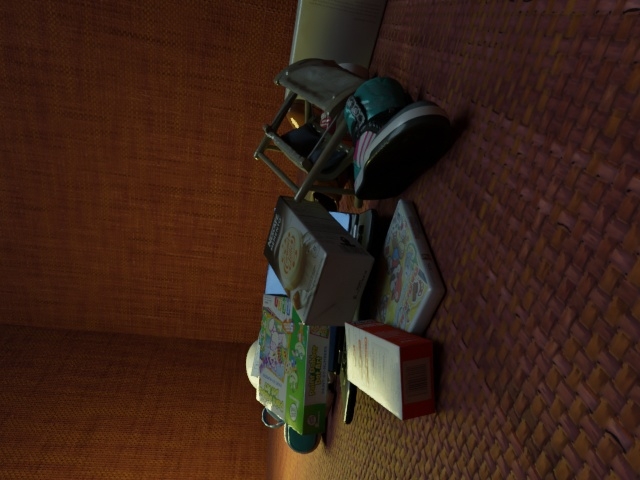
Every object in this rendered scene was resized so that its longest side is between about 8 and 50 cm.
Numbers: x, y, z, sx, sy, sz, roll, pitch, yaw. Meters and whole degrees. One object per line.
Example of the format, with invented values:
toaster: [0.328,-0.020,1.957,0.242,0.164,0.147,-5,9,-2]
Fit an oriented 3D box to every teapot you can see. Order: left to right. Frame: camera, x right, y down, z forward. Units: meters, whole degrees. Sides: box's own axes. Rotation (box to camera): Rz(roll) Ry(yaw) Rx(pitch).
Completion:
teapot: [-0.176,0.518,1.782,0.252,0.186,0.256,-5,-100,-58]

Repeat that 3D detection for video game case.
video game case: [0.122,0.083,0.679,0.207,0.026,0.227,-94,14,-51]

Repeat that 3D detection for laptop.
laptop: [-0.032,0.116,0.935,0.408,0.236,0.383,-68,-15,-88]

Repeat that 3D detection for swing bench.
swing bench: [0.001,-0.238,0.887,0.253,0.165,0.255,47,126,47]

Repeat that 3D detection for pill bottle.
pill bottle: [0.062,-0.316,1.067,0.121,0.121,0.222,165,111,-81]

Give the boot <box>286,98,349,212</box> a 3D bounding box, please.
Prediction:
boot: [-0.015,-0.219,1.149,0.283,0.108,0.220,46,-134,-49]

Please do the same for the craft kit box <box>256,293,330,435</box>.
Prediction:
craft kit box: [-0.063,0.242,0.897,0.249,0.060,0.247,-8,80,62]

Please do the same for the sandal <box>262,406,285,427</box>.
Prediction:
sandal: [-0.136,0.601,1.553,0.126,0.138,0.318,-116,28,-44]

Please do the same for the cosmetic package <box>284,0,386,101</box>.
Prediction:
cosmetic package: [0.029,-0.530,1.152,0.156,0.217,0.385,-92,15,-45]

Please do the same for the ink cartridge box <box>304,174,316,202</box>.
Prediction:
ink cartridge box: [-0.001,-0.188,1.492,0.235,0.088,0.194,-93,15,-52]

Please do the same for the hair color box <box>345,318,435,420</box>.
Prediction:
hair color box: [0.091,0.171,0.594,0.167,0.053,0.093,180,87,-69]

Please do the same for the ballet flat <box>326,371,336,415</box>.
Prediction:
ballet flat: [0.014,0.371,1.082,0.052,0.057,0.169,164,113,-70]

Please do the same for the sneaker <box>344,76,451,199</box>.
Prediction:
sneaker: [0.113,-0.187,0.669,0.295,0.123,0.179,128,139,-76]

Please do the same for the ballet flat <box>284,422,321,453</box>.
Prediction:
ballet flat: [-0.034,0.381,1.204,0.139,0.139,0.401,143,132,-78]

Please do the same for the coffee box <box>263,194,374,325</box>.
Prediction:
coffee box: [-0.015,0.030,0.797,0.246,0.098,0.141,49,127,54]

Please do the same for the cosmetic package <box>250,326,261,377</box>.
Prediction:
cosmetic package: [-0.115,0.326,1.434,0.129,0.153,0.297,30,-112,-51]
